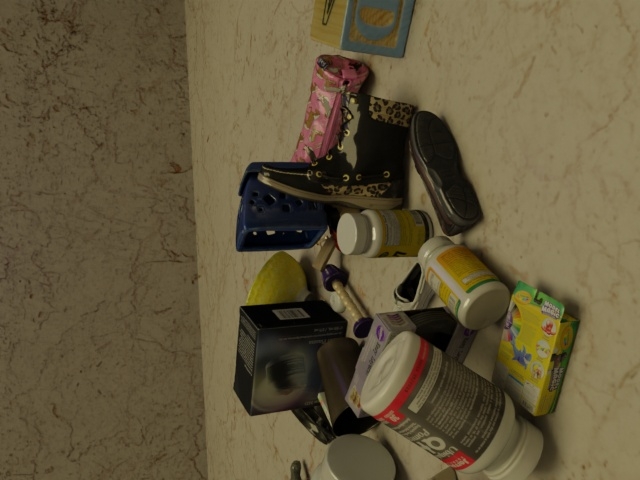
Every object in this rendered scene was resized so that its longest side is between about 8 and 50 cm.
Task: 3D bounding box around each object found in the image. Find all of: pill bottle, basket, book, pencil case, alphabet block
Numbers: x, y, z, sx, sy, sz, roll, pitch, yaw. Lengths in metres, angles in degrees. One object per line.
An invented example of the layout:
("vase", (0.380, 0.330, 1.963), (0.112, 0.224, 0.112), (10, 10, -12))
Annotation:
("pill bottle", (0.153, -0.017, 1.482), (0.119, 0.209, 0.119), (179, 90, -65))
("pill bottle", (0.293, 0.081, 1.300), (0.208, 0.118, 0.117), (55, 138, 49))
("basket", (0.079, 0.397, 1.727), (0.226, 0.154, 0.204), (-110, 33, -42))
("book", (0.060, 0.505, 1.820), (0.144, 0.096, 0.035), (56, 139, 48))
("pencil case", (0.018, -0.349, 1.819), (0.160, 0.167, 0.386), (33, 127, 21))
("pill bottle", (0.063, 0.735, 1.677), (0.224, 0.224, 0.391), (-127, 43, -50))
("pill bottle", (0.249, 0.324, 1.163), (0.176, 0.319, 0.176), (-57, 3, 4))
("alphabet block", (0.106, -0.590, 1.588), (0.197, 0.193, 0.193), (-134, 51, -56))

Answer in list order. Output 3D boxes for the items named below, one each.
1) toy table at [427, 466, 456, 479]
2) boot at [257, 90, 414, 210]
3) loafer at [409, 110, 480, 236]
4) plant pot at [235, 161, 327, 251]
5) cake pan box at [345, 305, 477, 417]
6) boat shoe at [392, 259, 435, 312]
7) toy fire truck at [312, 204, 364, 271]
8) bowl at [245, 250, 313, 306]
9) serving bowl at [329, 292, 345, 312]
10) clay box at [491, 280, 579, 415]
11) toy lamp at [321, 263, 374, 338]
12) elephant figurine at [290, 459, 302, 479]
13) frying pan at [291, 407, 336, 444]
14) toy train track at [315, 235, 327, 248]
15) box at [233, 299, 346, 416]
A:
("toy table", (0.236, 0.619, 1.333), (0.160, 0.252, 0.274), (58, 135, 20))
("boot", (0.046, -0.234, 1.561), (0.138, 0.378, 0.284), (-69, -10, -78))
("loafer", (0.258, -0.150, 1.387), (0.095, 0.109, 0.302), (123, 136, -55))
("plant pot", (-0.121, -0.098, 1.744), (0.236, 0.236, 0.211), (131, 136, -69))
("cake pan box", (0.203, 0.258, 1.349), (0.070, 0.246, 0.266), (52, 134, 46))
("boat shoe", (0.216, 0.130, 1.499), (0.095, 0.084, 0.258), (64, 144, 41))
("toy fire truck", (0.049, -0.018, 1.807), (0.217, 0.159, 0.246), (-125, 21, -57))
("bowl", (-0.119, 0.196, 2.080), (0.156, 0.289, 0.289), (23, 119, 16))
("serving bowl", (0.050, 0.184, 1.912), (0.083, 0.027, 0.083), (180, 90, -64))
("clay box", (0.401, 0.197, 1.155), (0.127, 0.053, 0.221), (39, 124, 58))
("toy lamp", (0.075, 0.168, 1.808), (0.274, 0.080, 0.080), (55, 139, 45))
("elephant figurine", (-0.083, 0.919, 2.107), (0.169, 0.186, 0.239), (52, -179, -25))
("frying pan", (-0.029, 0.554, 1.939), (0.197, 0.053, 0.326), (45, 158, 11))
("toy train track", (0.000, 0.000, 2.025), (0.083, 0.014, 0.048), (-32, 62, 60))
("box", (-0.098, 0.361, 1.919), (0.183, 0.297, 0.293), (37, 124, 58))
